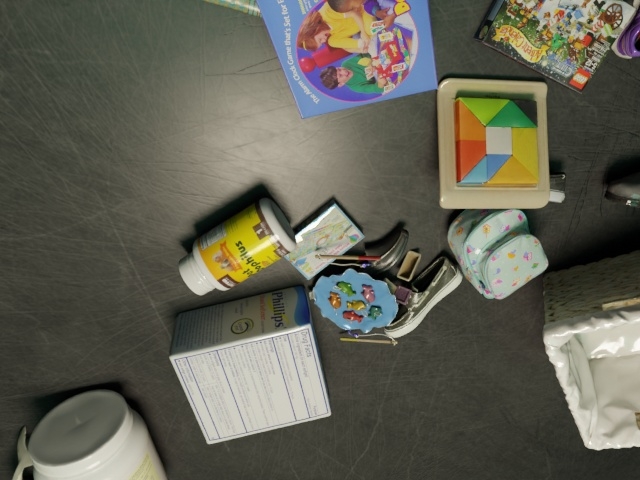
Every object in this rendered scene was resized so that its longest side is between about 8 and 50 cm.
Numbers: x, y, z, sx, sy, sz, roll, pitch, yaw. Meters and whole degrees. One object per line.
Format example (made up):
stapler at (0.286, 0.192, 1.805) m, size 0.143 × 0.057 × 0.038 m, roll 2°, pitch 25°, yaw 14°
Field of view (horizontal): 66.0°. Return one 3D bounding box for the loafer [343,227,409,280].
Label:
loafer at (0.118, 0.036, 1.043) m, size 0.061 × 0.062 × 0.170 m, roll 33°, pitch 107°, yaw -19°

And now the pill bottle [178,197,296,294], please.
pill bottle at (-0.162, 0.018, 0.952) m, size 0.214 × 0.117 × 0.117 m, roll -31°, pitch 119°, yaw 8°

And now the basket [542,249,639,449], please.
basket at (0.672, 0.216, 1.044) m, size 0.328 × 0.266 × 0.331 m, roll -19°, pitch 111°, yaw 26°

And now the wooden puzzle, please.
wooden puzzle at (0.328, -0.179, 0.920) m, size 0.220 × 0.044 × 0.239 m, roll -1°, pitch 92°, yaw -9°

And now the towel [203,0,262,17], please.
towel at (-0.176, -0.499, 0.715) m, size 0.369 × 0.040 × 0.272 m, roll 10°, pitch 116°, yaw -16°

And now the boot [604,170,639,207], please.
boot at (0.734, -0.201, 0.997) m, size 0.337 × 0.118 × 0.223 m, roll -16°, pitch 117°, yaw -13°

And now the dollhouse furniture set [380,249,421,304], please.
dollhouse furniture set at (0.154, 0.062, 1.060) m, size 0.081 × 0.091 × 0.114 m, roll 35°, pitch 79°, yaw -52°

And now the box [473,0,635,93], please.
box at (0.411, -0.382, 0.870) m, size 0.233 × 0.044 × 0.159 m, roll 18°, pitch 114°, yaw -18°

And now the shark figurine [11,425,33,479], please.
shark figurine at (-0.700, 0.587, 1.190) m, size 0.166 × 0.116 × 0.278 m, roll -35°, pitch 134°, yaw -28°

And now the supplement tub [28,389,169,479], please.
supplement tub at (-0.485, 0.524, 1.108) m, size 0.235 × 0.235 × 0.325 m, roll -10°, pitch 119°, yaw -4°

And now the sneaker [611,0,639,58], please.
sneaker at (0.595, -0.406, 0.873) m, size 0.068 × 0.071 × 0.170 m, roll 11°, pitch 115°, yaw -15°

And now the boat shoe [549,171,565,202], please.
boat shoe at (0.394, -0.129, 0.992) m, size 0.228 × 0.080 × 0.076 m, roll 9°, pitch 97°, yaw -10°

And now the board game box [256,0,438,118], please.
board game box at (0.031, -0.356, 0.707) m, size 0.233 × 0.078 × 0.347 m, roll -9°, pitch 141°, yaw 13°

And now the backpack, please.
backpack at (0.363, 0.014, 1.021) m, size 0.165 × 0.144 × 0.188 m, roll -34°, pitch 112°, yaw 3°

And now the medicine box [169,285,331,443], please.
medicine box at (-0.142, 0.271, 1.075) m, size 0.289 × 0.149 × 0.264 m, roll -13°, pitch 120°, yaw -3°

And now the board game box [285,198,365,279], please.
board game box at (0.000, 0.000, 1.021) m, size 0.154 × 0.026 × 0.103 m, roll -38°, pitch 118°, yaw 11°

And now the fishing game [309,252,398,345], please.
fishing game at (0.068, 0.136, 1.048) m, size 0.189 × 0.041 × 0.264 m, roll 2°, pitch 129°, yaw 18°

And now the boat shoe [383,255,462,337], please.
boat shoe at (0.213, 0.123, 1.100) m, size 0.219 × 0.078 × 0.070 m, roll -46°, pitch 117°, yaw 7°
